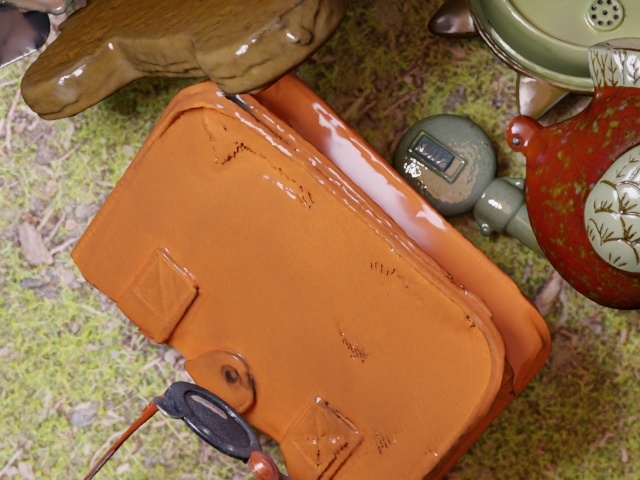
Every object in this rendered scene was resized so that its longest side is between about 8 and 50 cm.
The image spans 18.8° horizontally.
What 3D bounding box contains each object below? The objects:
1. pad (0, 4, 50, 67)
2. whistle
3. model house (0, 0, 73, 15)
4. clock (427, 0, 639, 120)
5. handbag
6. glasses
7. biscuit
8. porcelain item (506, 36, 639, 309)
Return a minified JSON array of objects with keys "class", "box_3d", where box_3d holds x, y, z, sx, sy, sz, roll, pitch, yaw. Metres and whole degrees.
[{"class":"pad","box_3d":[-0.425,-0.227,1.996,0.267,0.004,0.181,-25,81,0]},{"class":"whistle","box_3d":[0.161,-0.047,1.910,0.198,0.057,0.104,37,86,9]},{"class":"model house","box_3d":[-0.277,-0.305,1.918,0.167,0.183,0.172,-16,119,-5]},{"class":"clock","box_3d":[0.278,-0.285,1.909,0.348,0.117,0.286,-45,81,-4]},{"class":"handbag","box_3d":[-0.015,0.055,1.808,0.410,0.116,0.303,44,123,9]},{"class":"glasses","box_3d":[-0.133,0.287,1.805,0.234,0.118,0.268,47,110,5]},{"class":"biscuit","box_3d":[-0.072,-0.236,1.804,0.368,0.394,0.076,-50,119,-33]},{"class":"porcelain item","box_3d":[0.285,-0.068,1.810,0.253,0.253,0.253,0,82,3]}]
